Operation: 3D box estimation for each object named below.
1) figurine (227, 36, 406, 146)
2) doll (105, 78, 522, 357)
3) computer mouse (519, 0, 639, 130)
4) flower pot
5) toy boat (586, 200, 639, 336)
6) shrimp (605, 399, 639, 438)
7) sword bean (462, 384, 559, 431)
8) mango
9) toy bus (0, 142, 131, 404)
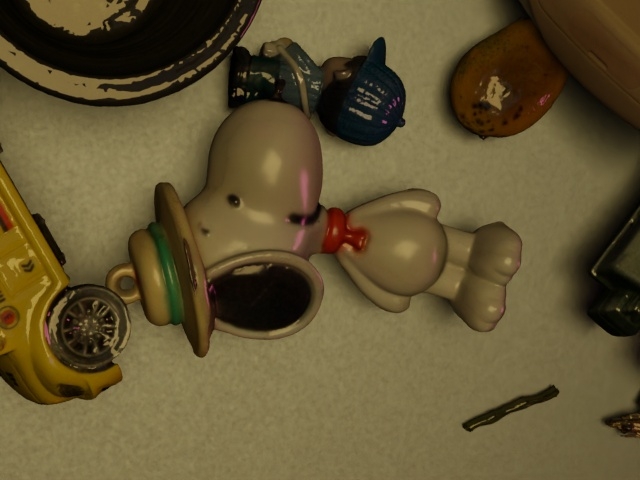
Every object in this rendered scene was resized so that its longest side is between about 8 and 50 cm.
[{"bbox_3d":[-0.001,-0.113,1.266,0.136,0.079,0.077,-1,133,-14],"label":"figurine"},{"bbox_3d":[0.000,0.021,1.236,0.271,0.144,0.208,32,92,-15],"label":"doll"},{"bbox_3d":[0.256,-0.160,1.277,0.236,0.082,0.145,44,58,13],"label":"computer mouse"},{"bbox_3d":[-0.161,-0.210,1.198,0.235,0.148,0.235,0,91,-12],"label":"flower pot"},{"bbox_3d":[0.345,-0.036,1.322,0.141,0.092,0.319,40,78,-7],"label":"toy boat"},{"bbox_3d":[0.283,0.130,1.346,0.108,0.023,0.059,-3,82,-9],"label":"shrimp"},{"bbox_3d":[0.153,0.135,1.328,0.083,0.012,0.012,-21,95,-8],"label":"sword bean"},{"bbox_3d":[0.151,-0.129,1.302,0.079,0.057,0.114,43,76,-4],"label":"mango"},{"bbox_3d":[-0.271,-0.014,1.155,0.152,0.144,0.330,-34,106,-21],"label":"toy bus"}]
